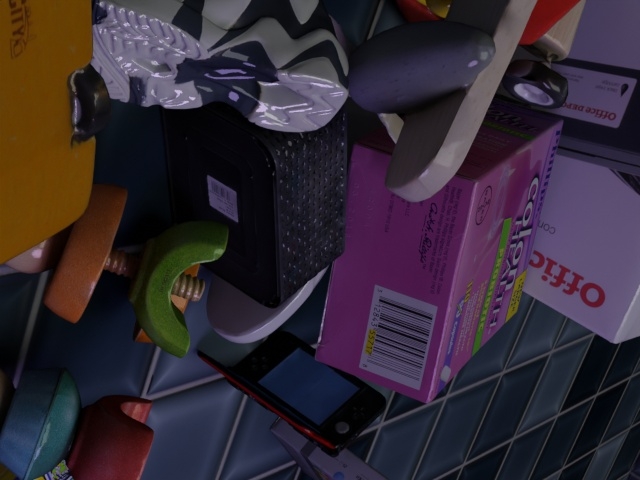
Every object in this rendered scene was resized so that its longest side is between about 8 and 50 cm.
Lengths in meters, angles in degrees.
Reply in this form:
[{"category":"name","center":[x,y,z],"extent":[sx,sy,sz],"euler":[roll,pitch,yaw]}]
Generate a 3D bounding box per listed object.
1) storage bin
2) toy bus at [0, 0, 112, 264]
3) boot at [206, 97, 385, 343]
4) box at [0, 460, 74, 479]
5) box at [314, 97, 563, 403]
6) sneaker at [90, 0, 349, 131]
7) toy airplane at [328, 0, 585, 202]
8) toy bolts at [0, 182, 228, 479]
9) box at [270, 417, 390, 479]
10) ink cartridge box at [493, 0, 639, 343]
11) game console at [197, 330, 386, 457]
[{"category":"storage bin","center":[-0.051,-0.050,1.015],"extent":[0.084,0.122,0.180],"euler":[-39,146,-32]},{"category":"toy bus","center":[-0.198,-0.134,0.696],"extent":[0.108,0.130,0.333],"euler":[-33,142,-37]},{"category":"boot","center":[0.000,0.000,1.166],"extent":[0.258,0.095,0.123],"euler":[-56,150,-14]},{"category":"box","center":[-0.257,0.211,1.006],"extent":[0.169,0.059,0.054],"euler":[-52,151,-12]},{"category":"box","center":[0.114,-0.004,1.176],"extent":[0.243,0.117,0.214],"euler":[-33,138,-58]},{"category":"sneaker","center":[-0.090,-0.175,0.887],"extent":[0.234,0.153,0.094],"euler":[9,146,-22]},{"category":"toy airplane","center":[0.144,-0.260,0.971],"extent":[0.386,0.272,0.384],"euler":[-75,-169,-58]},{"category":"toy bolts","center":[-0.188,0.065,0.954],"extent":[0.218,0.158,0.229],"euler":[-156,-94,-79]},{"category":"box","center":[0.041,0.270,1.398],"extent":[0.038,0.186,0.145],"euler":[-51,151,-14]},{"category":"ink cartridge box","center":[0.293,-0.135,1.304],"extent":[0.166,0.285,0.395],"euler":[-8,123,-53]},{"category":"game console","center":[-0.025,0.132,1.207],"extent":[0.124,0.144,0.085],"euler":[-38,147,-32]}]
